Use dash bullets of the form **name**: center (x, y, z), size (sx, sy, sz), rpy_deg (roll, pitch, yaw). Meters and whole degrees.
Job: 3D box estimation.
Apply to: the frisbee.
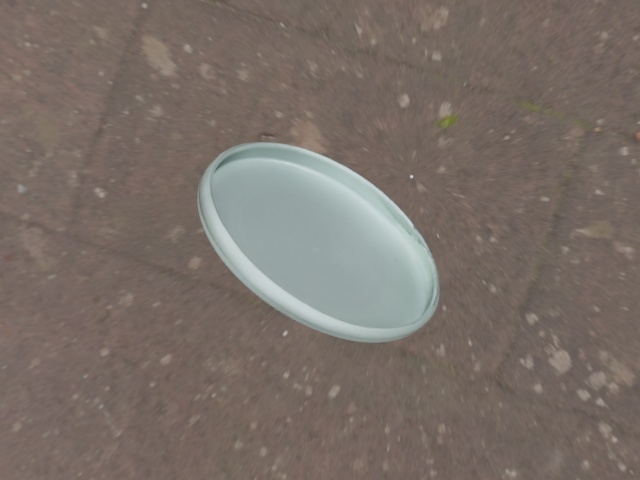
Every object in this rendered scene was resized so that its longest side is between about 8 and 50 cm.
- **frisbee**: center (0.000, 0.000, 0.491), size (0.110, 0.110, 0.014), rpy_deg (36, 122, 2)
